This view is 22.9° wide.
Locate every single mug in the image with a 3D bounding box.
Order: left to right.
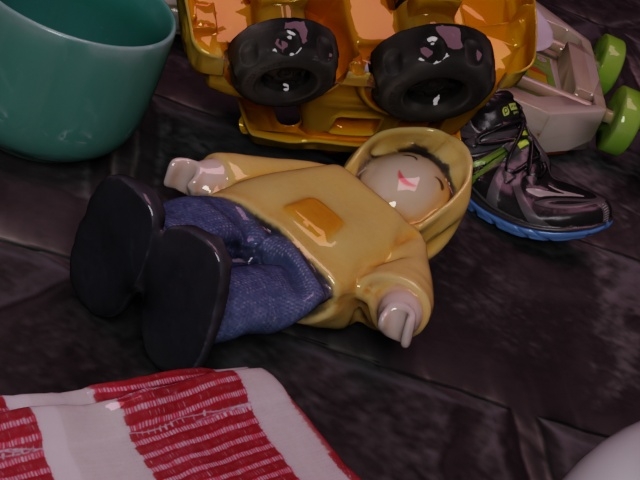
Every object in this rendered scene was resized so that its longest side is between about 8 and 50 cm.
[{"bbox_3d":[-0.160,-0.112,0.951,0.129,0.097,0.158,22,27,-6],"label":"mug"}]

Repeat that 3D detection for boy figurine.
[{"bbox_3d":[0.000,0.000,0.898,0.177,0.092,0.285,37,32,28],"label":"boy figurine"}]

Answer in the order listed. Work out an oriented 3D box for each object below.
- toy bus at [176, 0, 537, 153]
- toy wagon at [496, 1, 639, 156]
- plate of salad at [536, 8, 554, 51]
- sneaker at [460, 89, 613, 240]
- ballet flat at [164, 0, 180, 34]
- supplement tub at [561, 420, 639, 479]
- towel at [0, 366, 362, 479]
[{"bbox_3d":[0.004,-0.124,1.032,0.220,0.211,0.149,1,64,-15],"label":"toy bus"},{"bbox_3d":[0.131,-0.181,1.348,0.267,0.068,0.344,21,27,-8],"label":"toy wagon"},{"bbox_3d":[0.096,-0.207,1.234,0.200,0.048,0.200,19,27,-10],"label":"plate of salad"},{"bbox_3d":[0.126,-0.063,1.122,0.188,0.078,0.067,37,30,19],"label":"sneaker"},{"bbox_3d":[-0.118,-0.197,1.171,0.241,0.091,0.077,36,59,20],"label":"ballet flat"},{"bbox_3d":[0.123,0.188,0.422,0.228,0.316,0.228,20,28,-11],"label":"supplement tub"},{"bbox_3d":[-0.069,0.141,0.626,0.329,0.037,0.237,-1,37,-48],"label":"towel"}]
